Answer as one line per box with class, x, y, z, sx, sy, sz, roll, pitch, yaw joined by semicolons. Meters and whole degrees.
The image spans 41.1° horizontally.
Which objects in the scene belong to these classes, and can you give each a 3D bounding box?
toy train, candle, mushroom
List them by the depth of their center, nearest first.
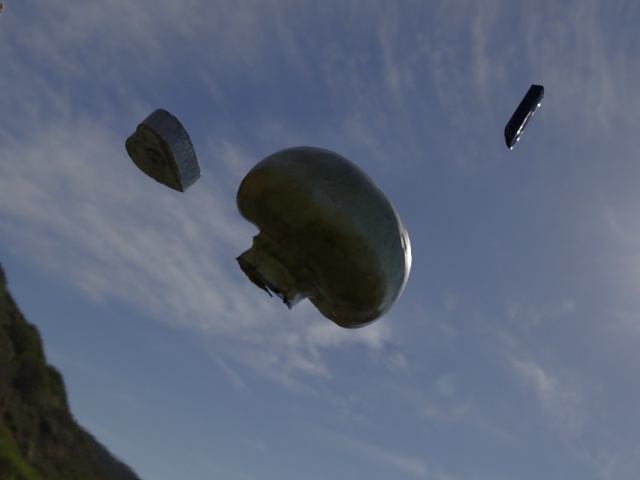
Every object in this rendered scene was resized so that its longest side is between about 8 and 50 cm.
toy train;0.205;-0.127;0.873;0.017;0.083;0.017;22;-29;24
mushroom;0.000;0.000;1.455;0.352;0.260;0.352;45;-10;10
candle;-0.321;-0.180;1.776;0.168;0.068;0.192;48;-28;-8

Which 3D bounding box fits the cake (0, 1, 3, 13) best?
cake;-0.557;-0.326;1.351;0.090;0.109;0.225;47;12;-51
